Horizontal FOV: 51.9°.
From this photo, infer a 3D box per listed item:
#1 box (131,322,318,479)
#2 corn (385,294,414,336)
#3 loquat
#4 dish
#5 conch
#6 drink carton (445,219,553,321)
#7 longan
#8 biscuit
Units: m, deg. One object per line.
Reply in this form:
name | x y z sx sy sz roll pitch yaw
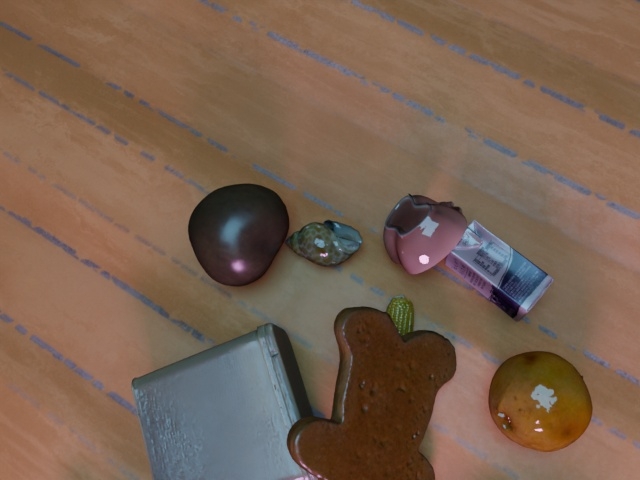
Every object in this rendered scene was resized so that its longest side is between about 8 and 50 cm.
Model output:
box | -0.198 0.405 1.444 0.344 0.177 0.351 -20 73 2
corn | 0.176 0.225 1.507 0.068 0.067 0.206 6 77 9
loquat | 0.458 0.332 1.374 0.208 0.208 0.208 -2 73 6
dish | 0.222 -0.035 1.506 0.090 0.213 0.213 41 79 -28
conch | 0.011 0.010 1.575 0.173 0.106 0.116 -2 52 -12
drink carton | 0.396 0.070 1.490 0.222 0.134 0.102 39 84 16
longan | -0.188 -0.022 1.547 0.246 0.215 0.245 1 95 16
biscuit | 0.110 0.349 1.378 0.368 0.076 0.393 24 71 -27
